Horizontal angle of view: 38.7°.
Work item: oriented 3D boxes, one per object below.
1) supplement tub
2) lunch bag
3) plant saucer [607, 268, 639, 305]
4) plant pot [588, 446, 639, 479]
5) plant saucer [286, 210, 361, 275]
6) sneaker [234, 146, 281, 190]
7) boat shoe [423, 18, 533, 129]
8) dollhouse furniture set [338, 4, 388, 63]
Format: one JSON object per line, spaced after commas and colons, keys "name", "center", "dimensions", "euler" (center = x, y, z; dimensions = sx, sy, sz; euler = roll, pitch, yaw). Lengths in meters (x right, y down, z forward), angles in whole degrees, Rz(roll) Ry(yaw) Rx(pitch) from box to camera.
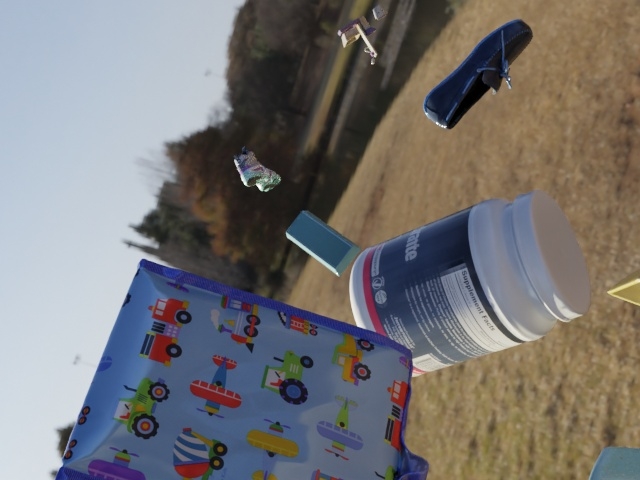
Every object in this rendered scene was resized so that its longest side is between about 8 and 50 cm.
{"name": "supplement tub", "center": [0.194, 0.058, 1.205], "dimensions": [0.272, 0.191, 0.191], "euler": [-23, 34, 30]}
{"name": "lunch bag", "center": [-0.048, 0.165, 0.798], "dimensions": [0.138, 0.293, 0.221], "euler": [100, -177, -51]}
{"name": "plant saucer", "center": [0.779, 0.117, 1.836], "dimensions": [0.333, 0.333, 0.081], "euler": [50, -120, -80]}
{"name": "plant pot", "center": [0.551, 0.493, 1.542], "dimensions": [0.248, 0.247, 0.252], "euler": [75, -162, -52]}
{"name": "plant saucer", "center": [0.000, 0.000, 1.720], "dimensions": [0.067, 0.018, 0.192], "euler": [-52, 42, -1]}
{"name": "sneaker", "center": [-0.101, -0.116, 1.415], "dimensions": [0.038, 0.069, 0.098], "euler": [-36, -18, 14]}
{"name": "boat shoe", "center": [0.324, -0.315, 1.788], "dimensions": [0.258, 0.109, 0.089], "euler": [-47, 54, 16]}
{"name": "dollhouse furniture set", "center": [0.089, -0.362, 1.660], "dimensions": [0.091, 0.081, 0.114], "euler": [-33, 3, -1]}
